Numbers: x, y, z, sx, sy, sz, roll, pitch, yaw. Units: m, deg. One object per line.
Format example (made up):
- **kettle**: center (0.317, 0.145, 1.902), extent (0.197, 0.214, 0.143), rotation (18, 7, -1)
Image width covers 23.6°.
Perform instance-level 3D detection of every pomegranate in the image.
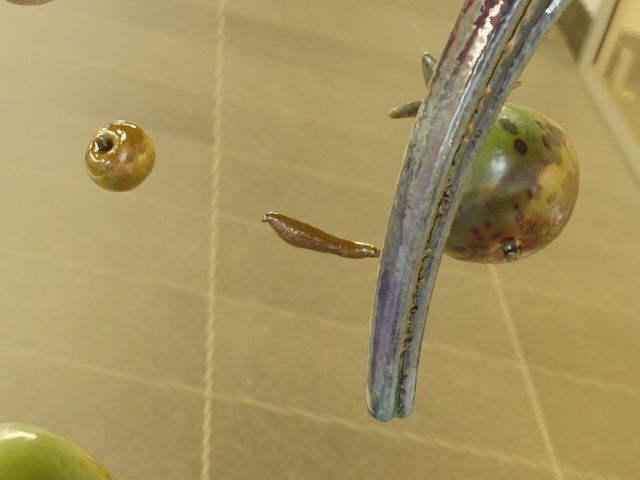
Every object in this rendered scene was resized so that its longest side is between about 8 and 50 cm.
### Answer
- **pomegranate**: center (0.129, -0.056, 1.229), extent (0.148, 0.148, 0.169), rotation (8, 30, -20)

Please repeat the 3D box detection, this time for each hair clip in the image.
- **hair clip**: center (0.066, -0.055, 0.636), extent (0.083, 0.275, 0.048), rotation (21, 8, -32)

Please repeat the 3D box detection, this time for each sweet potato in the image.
- **sweet potato**: center (0.000, 0.000, 1.358), extent (0.115, 0.026, 0.026), rotation (18, 24, -13)

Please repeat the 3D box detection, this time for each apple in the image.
- **apple**: center (-0.240, -0.100, 1.848), extent (0.074, 0.089, 0.089), rotation (37, 12, -33)

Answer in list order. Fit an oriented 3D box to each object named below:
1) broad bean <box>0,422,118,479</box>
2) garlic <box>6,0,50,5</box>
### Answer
- **broad bean**: center (-0.116, 0.167, 0.690), extent (0.174, 0.082, 0.124), rotation (41, 59, -21)
- **garlic**: center (-0.222, -0.260, 1.250), extent (0.102, 0.147, 0.159), rotation (37, 0, -19)
